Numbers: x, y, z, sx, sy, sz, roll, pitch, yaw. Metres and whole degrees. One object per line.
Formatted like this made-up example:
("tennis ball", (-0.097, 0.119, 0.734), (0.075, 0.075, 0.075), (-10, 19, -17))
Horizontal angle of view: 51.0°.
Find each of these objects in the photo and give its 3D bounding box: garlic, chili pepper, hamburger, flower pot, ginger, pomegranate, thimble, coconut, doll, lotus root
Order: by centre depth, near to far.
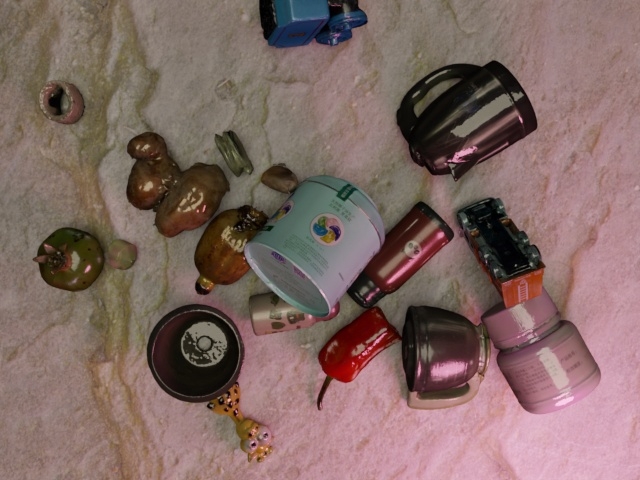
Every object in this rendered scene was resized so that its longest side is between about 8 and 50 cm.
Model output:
("pomegranate", (-0.693, 0.052, 1.828), (0.181, 0.224, 0.182), (0, 88, 4))
("ginger", (-0.421, -0.153, 1.854), (0.304, 0.155, 0.245), (33, 94, -5))
("thimble", (-0.716, -0.383, 1.862), (0.102, 0.090, 0.115), (12, 95, 1))
("hamburger", (-0.240, -0.243, 1.864), (0.062, 0.140, 0.133), (-28, 61, 0))
("lotus root", (-0.257, 0.022, 1.881), (0.169, 0.141, 0.314), (39, 101, -1))
("flower pot", (-0.338, 0.302, 1.882), (0.268, 0.166, 0.269), (0, 93, -2))
("garlic", (-0.102, -0.163, 1.889), (0.084, 0.152, 0.066), (-39, 137, -25))
("coconut", (-0.560, 0.044, 1.904), (0.081, 0.082, 0.083), (29, 50, 21))
("chili pepper", (0.066, 0.334, 1.920), (0.338, 0.131, 0.135), (-42, 65, 8))
("doll", (-0.235, 0.515, 1.944), (0.117, 0.086, 0.291), (-36, 97, -29))

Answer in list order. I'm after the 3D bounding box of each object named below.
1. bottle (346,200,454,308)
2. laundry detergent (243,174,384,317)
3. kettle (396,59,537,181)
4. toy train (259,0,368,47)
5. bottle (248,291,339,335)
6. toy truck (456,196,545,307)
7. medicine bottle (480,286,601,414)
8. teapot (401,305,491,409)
("bottle", (0.211, 0.050, 1.896), (0.336, 0.144, 0.144), (-43, 94, 2))
("laundry detergent", (0.000, 0.000, 1.788), (0.287, 0.287, 0.305), (41, 67, -4))
("kettle", (0.372, -0.340, 1.854), (0.324, 0.228, 0.321), (-34, 68, 5))
("toy train", (-0.027, -0.616, 1.761), (0.264, 0.300, 0.188), (-9, 94, -12))
("bottle", (-0.071, 0.196, 1.910), (0.253, 0.120, 0.121), (-8, 94, -1))
("toy truck", (0.489, 0.030, 1.838), (0.136, 0.305, 0.162), (-21, 134, 0))
("medicine bottle", (0.607, 0.301, 1.877), (0.241, 0.241, 0.302), (-29, 86, 0))
("teapot", (0.350, 0.344, 1.870), (0.239, 0.239, 0.322), (2, 95, 0))
